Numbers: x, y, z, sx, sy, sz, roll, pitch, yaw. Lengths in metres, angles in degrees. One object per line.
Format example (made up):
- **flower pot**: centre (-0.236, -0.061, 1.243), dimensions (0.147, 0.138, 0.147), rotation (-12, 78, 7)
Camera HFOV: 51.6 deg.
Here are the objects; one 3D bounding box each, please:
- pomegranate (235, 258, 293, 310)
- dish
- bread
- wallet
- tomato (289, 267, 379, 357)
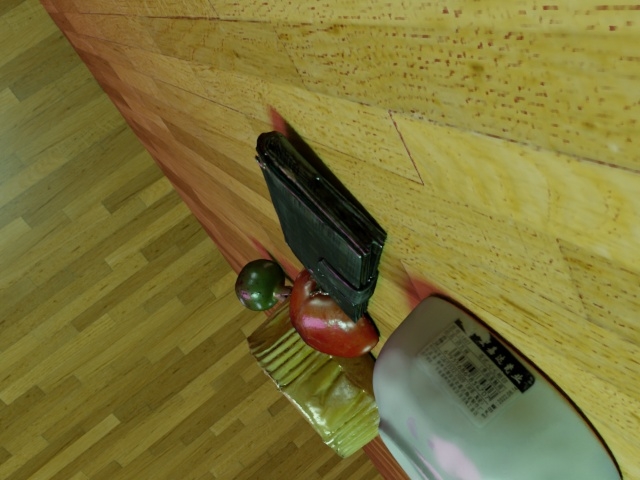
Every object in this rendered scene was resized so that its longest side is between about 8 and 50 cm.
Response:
- **pomegranate**: centre (-0.112, 0.101, 1.401), dimensions (0.142, 0.115, 0.115), rotation (19, 153, 26)
- **dish**: centre (0.136, 0.184, 0.599), dimensions (0.256, 0.117, 0.256), rotation (49, 169, 13)
- **bread**: centre (0.012, 0.229, 1.175), dimensions (0.288, 0.156, 0.204), rotation (49, 177, 1)
- **wallet**: centre (-0.001, 0.000, 0.767), dimensions (0.169, 0.044, 0.317), rotation (48, 169, 14)
- **tomato**: centre (0.008, 0.116, 0.979), dimensions (0.159, 0.091, 0.139), rotation (42, 166, 35)
